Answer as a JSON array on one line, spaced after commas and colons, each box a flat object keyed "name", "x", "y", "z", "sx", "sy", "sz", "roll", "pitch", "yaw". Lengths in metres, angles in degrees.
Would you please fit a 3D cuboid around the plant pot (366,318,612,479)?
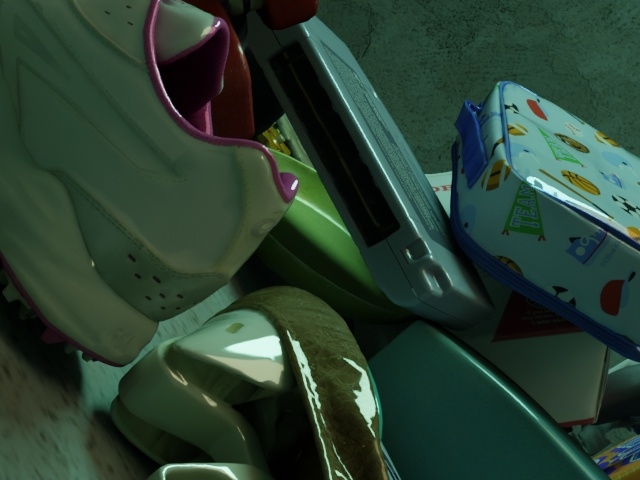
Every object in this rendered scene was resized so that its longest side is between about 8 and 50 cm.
[{"name": "plant pot", "x": 0.122, "y": 0.185, "z": 1.087, "sx": 0.234, "sy": 0.166, "sz": 0.165, "roll": 51, "pitch": 6, "yaw": 8}]

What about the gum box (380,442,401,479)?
[{"name": "gum box", "x": 0.027, "y": 0.175, "z": 0.924, "sx": 0.184, "sy": 0.041, "sz": 0.157, "roll": 63, "pitch": 7, "yaw": 19}]

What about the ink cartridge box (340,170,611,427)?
[{"name": "ink cartridge box", "x": 0.134, "y": 0.059, "z": 1.335, "sx": 0.306, "sy": 0.226, "sz": 0.131, "roll": -110, "pitch": -164, "yaw": -58}]

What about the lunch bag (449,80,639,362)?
[{"name": "lunch bag", "x": 0.226, "y": -0.030, "z": 1.211, "sx": 0.243, "sy": 0.115, "sz": 0.303, "roll": 29, "pitch": 23, "yaw": -8}]

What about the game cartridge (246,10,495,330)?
[{"name": "game cartridge", "x": 0.044, "y": -0.061, "z": 1.109, "sx": 0.297, "sy": 0.062, "sz": 0.198, "roll": 62, "pitch": 9, "yaw": 20}]

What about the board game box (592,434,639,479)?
[{"name": "board game box", "x": 0.396, "y": 0.388, "z": 1.370, "sx": 0.356, "sy": 0.356, "sz": 0.356, "roll": 61, "pitch": 7, "yaw": 10}]

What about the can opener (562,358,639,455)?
[{"name": "can opener", "x": 0.236, "y": 0.198, "z": 1.344, "sx": 0.093, "sy": 0.280, "sz": 0.074, "roll": 43, "pitch": 18, "yaw": -46}]

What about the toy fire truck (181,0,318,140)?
[{"name": "toy fire truck", "x": -0.116, "y": -0.190, "z": 1.028, "sx": 0.254, "sy": 0.169, "sz": 0.302, "roll": 87, "pitch": -20, "yaw": -62}]

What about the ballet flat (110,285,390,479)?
[{"name": "ballet flat", "x": -0.032, "y": 0.115, "z": 0.582, "sx": 0.124, "sy": 0.116, "sz": 0.342, "roll": 32, "pitch": 25, "yaw": -32}]

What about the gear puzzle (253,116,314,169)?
[{"name": "gear puzzle", "x": -0.013, "y": -0.063, "z": 1.673, "sx": 0.175, "sy": 0.044, "sz": 0.339, "roll": 65, "pitch": 11, "yaw": 27}]

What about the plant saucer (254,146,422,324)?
[{"name": "plant saucer", "x": 0.000, "y": 0.000, "z": 1.180, "sx": 0.241, "sy": 0.037, "sz": 0.241, "roll": 32, "pitch": 19, "yaw": -12}]

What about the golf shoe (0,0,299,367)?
[{"name": "golf shoe", "x": -0.120, "y": -0.096, "z": 0.610, "sx": 0.306, "sy": 0.140, "sz": 0.115, "roll": 60, "pitch": 8, "yaw": 15}]

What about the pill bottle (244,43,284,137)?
[{"name": "pill bottle", "x": -0.080, "y": -0.174, "z": 1.260, "sx": 0.123, "sy": 0.123, "sz": 0.219, "roll": 57, "pitch": 10, "yaw": -21}]
